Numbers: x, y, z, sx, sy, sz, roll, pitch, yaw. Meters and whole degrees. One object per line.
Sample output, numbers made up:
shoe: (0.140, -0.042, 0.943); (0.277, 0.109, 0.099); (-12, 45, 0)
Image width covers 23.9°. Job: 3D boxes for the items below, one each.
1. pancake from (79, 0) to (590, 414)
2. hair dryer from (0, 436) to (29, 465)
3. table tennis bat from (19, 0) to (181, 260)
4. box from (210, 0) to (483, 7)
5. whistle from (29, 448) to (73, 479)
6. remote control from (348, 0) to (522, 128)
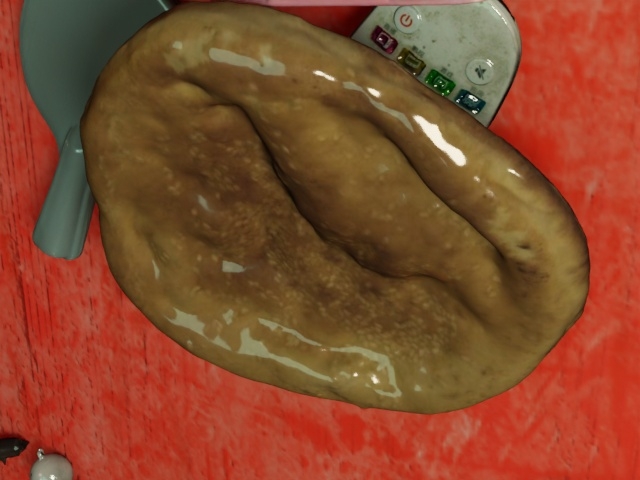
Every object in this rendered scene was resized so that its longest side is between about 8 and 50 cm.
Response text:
pancake: (0.000, 0.000, 0.815); (0.294, 0.049, 0.294); (13, 139, 11)
hair dryer: (-0.392, 0.130, 1.304); (0.359, 0.120, 0.303); (1, 102, 29)
table tennis bat: (-0.145, -0.079, 0.980); (0.149, 0.038, 0.237); (36, 129, 16)
box: (-0.002, -0.294, 0.673); (0.190, 0.112, 0.369); (7, 118, 38)
whistle: (-0.203, 0.210, 1.207); (0.035, 0.035, 0.100); (-10, 110, 44)
remote control: (0.030, -0.048, 0.841); (0.097, 0.045, 0.256); (37, 132, 0)
